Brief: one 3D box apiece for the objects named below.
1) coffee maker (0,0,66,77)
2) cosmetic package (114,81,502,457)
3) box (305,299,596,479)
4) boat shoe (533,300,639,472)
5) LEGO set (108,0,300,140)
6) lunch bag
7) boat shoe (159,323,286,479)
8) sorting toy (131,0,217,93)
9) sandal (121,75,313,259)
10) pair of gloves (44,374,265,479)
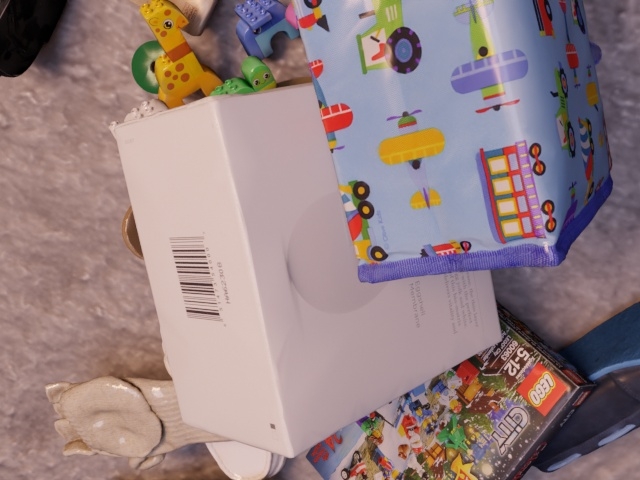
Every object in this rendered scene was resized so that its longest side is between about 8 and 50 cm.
[{"bbox_3d":[-0.316,-0.246,0.670,0.178,0.120,0.171,19,106,5],"label":"coffee maker"},{"bbox_3d":[0.000,0.000,0.577,0.138,0.225,0.224,-1,103,50],"label":"cosmetic package"},{"bbox_3d":[0.104,0.161,0.692,0.159,0.044,0.233,44,110,34],"label":"box"},{"bbox_3d":[0.272,0.116,0.675,0.258,0.109,0.089,-34,103,32],"label":"boat shoe"},{"bbox_3d":[-0.086,-0.155,0.629,0.227,0.087,0.093,-35,137,-5],"label":"LEGO set"},{"bbox_3d":[0.133,-0.121,0.536,0.138,0.293,0.221,-8,99,41],"label":"lunch bag"},{"bbox_3d":[-0.102,0.113,0.731,0.098,0.096,0.277,-13,101,13],"label":"boat shoe"},{"bbox_3d":[-0.123,-0.271,0.666,0.132,0.046,0.274,29,107,2],"label":"sorting toy"},{"bbox_3d":[-0.073,-0.067,0.689,0.240,0.079,0.088,-37,106,-17],"label":"sandal"},{"bbox_3d":[-0.146,0.218,0.741,0.204,0.042,0.240,-2,125,19],"label":"pair of gloves"}]
